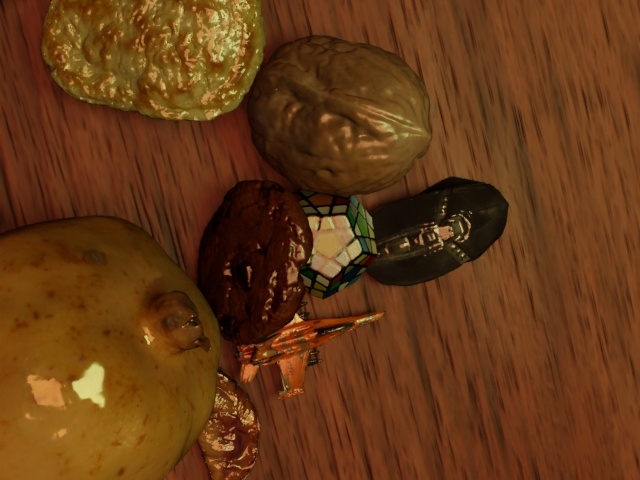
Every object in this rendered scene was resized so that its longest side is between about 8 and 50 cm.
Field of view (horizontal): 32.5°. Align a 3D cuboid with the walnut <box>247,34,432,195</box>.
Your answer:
[{"bbox_3d":[0.025,-0.134,1.204,0.178,0.230,0.178,-25,123,-45],"label":"walnut"}]

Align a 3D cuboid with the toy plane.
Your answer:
[{"bbox_3d":[-0.016,0.110,1.297,0.188,0.062,0.135,-17,97,-19],"label":"toy plane"}]

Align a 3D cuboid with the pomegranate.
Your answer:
[{"bbox_3d":[-0.245,0.121,1.131,0.342,0.342,0.342,-1,95,-7],"label":"pomegranate"}]

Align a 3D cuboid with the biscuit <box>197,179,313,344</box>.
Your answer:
[{"bbox_3d":[-0.079,0.022,1.220,0.049,0.192,0.192,9,95,-41],"label":"biscuit"}]

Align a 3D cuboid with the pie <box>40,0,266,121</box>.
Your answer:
[{"bbox_3d":[-0.179,-0.236,1.211,0.248,0.090,0.201,13,94,8],"label":"pie"}]

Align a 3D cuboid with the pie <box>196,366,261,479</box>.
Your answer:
[{"bbox_3d":[-0.122,0.213,1.300,0.092,0.034,0.170,-28,97,0],"label":"pie"}]

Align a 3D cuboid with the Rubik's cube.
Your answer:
[{"bbox_3d":[0.000,0.000,1.257,0.133,0.133,0.112,-41,71,-2],"label":"Rubik's cube"}]

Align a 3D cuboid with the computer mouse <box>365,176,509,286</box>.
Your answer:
[{"bbox_3d":[0.137,-0.011,1.298,0.192,0.062,0.106,-20,97,-6],"label":"computer mouse"}]
